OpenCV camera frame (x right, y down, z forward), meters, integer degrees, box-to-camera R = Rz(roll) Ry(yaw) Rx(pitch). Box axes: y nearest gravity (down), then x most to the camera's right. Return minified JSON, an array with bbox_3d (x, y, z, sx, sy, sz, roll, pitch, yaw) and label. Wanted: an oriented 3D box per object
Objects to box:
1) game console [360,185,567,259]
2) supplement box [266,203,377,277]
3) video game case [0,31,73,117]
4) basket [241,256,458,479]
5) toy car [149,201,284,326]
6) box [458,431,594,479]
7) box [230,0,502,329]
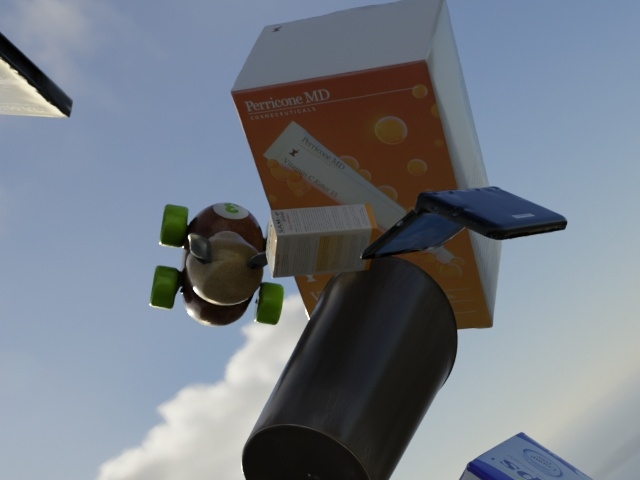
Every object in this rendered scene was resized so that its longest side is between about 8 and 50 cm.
[{"bbox_3d":[0.112,-0.001,0.898,0.122,0.107,0.071,-8,-60,-53],"label":"game console"},{"bbox_3d":[0.000,0.000,1.118,0.099,0.036,0.062,-4,-42,-13],"label":"supplement box"},{"bbox_3d":[-0.378,-0.180,1.099,0.196,0.026,0.274,5,-13,14],"label":"video game case"},{"bbox_3d":[0.026,0.157,1.117,0.227,0.154,0.204,-55,-18,-52],"label":"basket"},{"bbox_3d":[-0.106,0.016,1.323,0.155,0.148,0.188,9,-13,-8],"label":"toy car"},{"bbox_3d":[0.160,0.209,0.830,0.072,0.126,0.137,-62,-22,14],"label":"box"},{"bbox_3d":[0.065,-0.073,1.317,0.215,0.345,0.168,-7,33,18],"label":"box"}]
